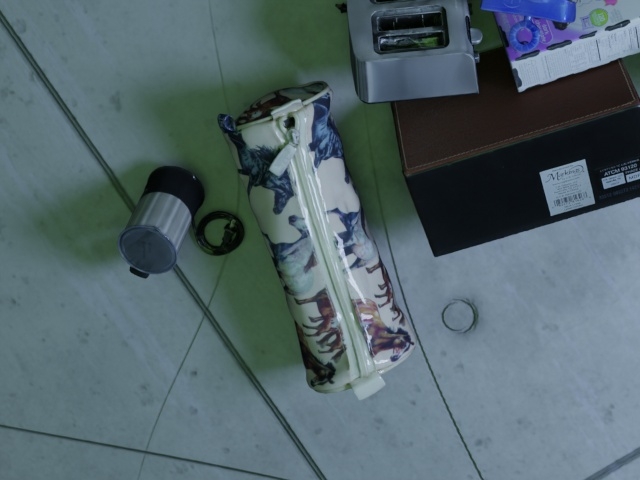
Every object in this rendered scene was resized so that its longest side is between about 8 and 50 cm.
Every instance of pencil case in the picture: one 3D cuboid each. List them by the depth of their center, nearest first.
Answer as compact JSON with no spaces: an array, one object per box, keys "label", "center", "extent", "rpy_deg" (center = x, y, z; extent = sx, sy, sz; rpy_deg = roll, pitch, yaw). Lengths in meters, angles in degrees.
[{"label":"pencil case","center":[0.000,0.000,1.767],"extent":[0.159,0.183,0.411],"rpy_deg":[-17,99,9]}]

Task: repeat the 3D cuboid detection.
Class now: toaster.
[{"label":"toaster","center":[0.110,-0.272,1.705],"extent":[0.185,0.110,0.168],"rpy_deg":[-5,63,4]}]

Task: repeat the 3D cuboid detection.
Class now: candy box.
[{"label":"candy box","center":[0.319,-0.298,1.685],"extent":[0.196,0.070,0.165],"rpy_deg":[-18,56,9]}]

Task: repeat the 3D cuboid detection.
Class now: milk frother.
[{"label":"milk frother","center":[-0.186,-0.007,1.809],"extent":[0.143,0.135,0.129],"rpy_deg":[11,133,7]}]

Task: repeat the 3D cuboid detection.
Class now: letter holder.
[{"label":"letter holder","center":[0.259,-0.139,1.743],"extent":[0.301,0.214,0.152],"rpy_deg":[-17,130,9]}]

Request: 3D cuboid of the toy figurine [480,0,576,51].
[{"label":"toy figurine","center":[0.298,-0.330,1.617],"extent":[0.362,0.191,0.217],"rpy_deg":[14,96,18]}]
